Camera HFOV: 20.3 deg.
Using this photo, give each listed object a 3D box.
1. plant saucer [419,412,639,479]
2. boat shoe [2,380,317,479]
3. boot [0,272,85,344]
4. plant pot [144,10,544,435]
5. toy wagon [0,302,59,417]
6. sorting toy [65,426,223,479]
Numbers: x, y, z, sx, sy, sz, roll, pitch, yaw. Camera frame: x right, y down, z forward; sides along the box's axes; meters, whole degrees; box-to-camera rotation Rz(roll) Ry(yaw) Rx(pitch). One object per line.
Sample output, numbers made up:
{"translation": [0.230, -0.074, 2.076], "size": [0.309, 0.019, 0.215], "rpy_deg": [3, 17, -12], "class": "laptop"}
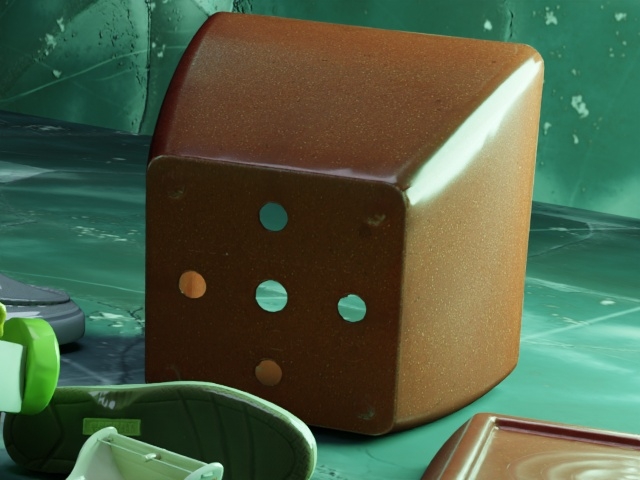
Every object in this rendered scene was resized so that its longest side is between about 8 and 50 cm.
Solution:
{"translation": [0.175, 0.153, 1.009], "size": [0.259, 0.048, 0.258], "rpy_deg": [8, 9, 11], "class": "plant saucer"}
{"translation": [-0.087, 0.114, 1.051], "size": [0.190, 0.068, 0.072], "rpy_deg": [8, -3, 17], "class": "boat shoe"}
{"translation": [-0.305, 0.014, 1.360], "size": [0.258, 0.123, 0.095], "rpy_deg": [4, 9, -13], "class": "boot"}
{"translation": [0.000, 0.000, 1.282], "size": [0.267, 0.267, 0.236], "rpy_deg": [8, 20, 15], "class": "plant pot"}
{"translation": [-0.277, 0.065, 0.952], "size": [0.267, 0.068, 0.344], "rpy_deg": [7, -7, -36], "class": "toy wagon"}
{"translation": [-0.107, 0.138, 0.951], "size": [0.083, 0.045, 0.075], "rpy_deg": [13, 18, 38], "class": "sorting toy"}
